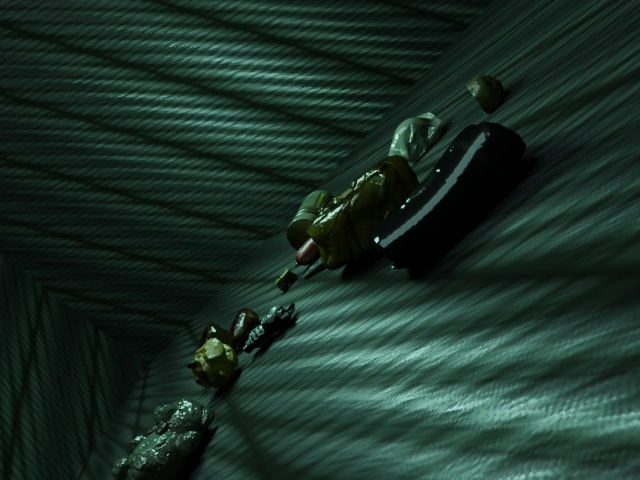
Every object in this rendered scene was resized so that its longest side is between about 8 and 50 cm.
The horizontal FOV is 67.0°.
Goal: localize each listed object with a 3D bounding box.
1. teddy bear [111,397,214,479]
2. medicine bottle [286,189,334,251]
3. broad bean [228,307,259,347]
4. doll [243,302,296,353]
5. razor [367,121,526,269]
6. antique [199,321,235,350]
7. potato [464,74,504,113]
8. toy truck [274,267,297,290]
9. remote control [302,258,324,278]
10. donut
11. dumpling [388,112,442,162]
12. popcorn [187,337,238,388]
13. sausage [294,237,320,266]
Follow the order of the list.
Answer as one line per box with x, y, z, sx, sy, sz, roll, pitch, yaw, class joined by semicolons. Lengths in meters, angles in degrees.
-0.390;0.520;1.229;0.236;0.151;0.267;-15;30;33;teddy bear
-0.025;-0.086;1.976;0.151;0.151;0.322;-43;11;27;medicine bottle
-0.280;0.316;1.734;0.114;0.085;0.165;-61;4;49;broad bean
-0.155;0.261;1.456;0.219;0.067;0.091;-42;7;20;doll
0.245;-0.087;0.977;0.349;0.113;0.204;-48;9;10;razor
-0.391;0.403;1.771;0.143;0.121;0.257;-56;17;5;antique
0.481;-0.440;1.392;0.089;0.100;0.172;-37;11;27;potato
-0.132;0.149;1.812;0.083;0.054;0.049;-49;11;-2;toy truck
-0.007;0.086;1.625;0.050;0.027;0.184;-53;7;-34;remote control
0.116;-0.073;1.324;0.360;0.170;0.360;-42;8;7;donut
0.332;-0.350;1.654;0.151;0.124;0.228;25;75;41;dumpling
-0.329;0.385;1.499;0.152;0.148;0.167;-11;-41;-53;popcorn
0.000;0.000;1.782;0.274;0.074;0.074;-48;10;5;sausage
